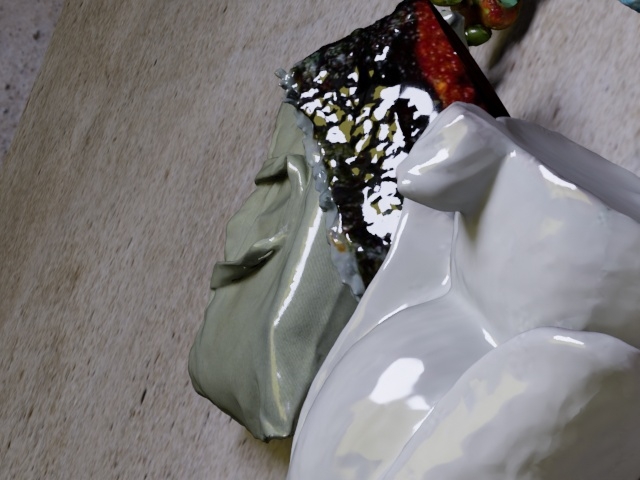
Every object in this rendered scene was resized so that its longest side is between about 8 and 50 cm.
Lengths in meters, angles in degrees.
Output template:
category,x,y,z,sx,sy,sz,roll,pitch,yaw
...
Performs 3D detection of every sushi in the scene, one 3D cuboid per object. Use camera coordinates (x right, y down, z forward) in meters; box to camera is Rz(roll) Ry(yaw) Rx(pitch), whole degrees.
category,x,y,z,sx,sy,sz,roll,pitch,yaw
sushi,0.065,-0.036,1.191,0.126,0.136,0.225,-32,53,12

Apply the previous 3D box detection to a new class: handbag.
category,x,y,z,sx,sy,sz,roll,pitch,yaw
handbag,0.000,-0.003,1.400,0.315,0.109,0.253,-71,17,-10

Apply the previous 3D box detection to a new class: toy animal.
category,x,y,z,sx,sy,sz,roll,pitch,yaw
toy animal,0.081,0.082,0.981,0.265,0.206,0.271,-58,25,12

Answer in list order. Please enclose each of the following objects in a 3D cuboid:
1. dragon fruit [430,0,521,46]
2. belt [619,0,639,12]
category,x,y,z,sx,sy,sz,roll,pitch,yaw
dragon fruit,0.102,-0.227,1.349,0.142,0.138,0.175,3,82,44
belt,0.266,-0.224,1.043,0.302,0.072,0.087,-47,32,37
